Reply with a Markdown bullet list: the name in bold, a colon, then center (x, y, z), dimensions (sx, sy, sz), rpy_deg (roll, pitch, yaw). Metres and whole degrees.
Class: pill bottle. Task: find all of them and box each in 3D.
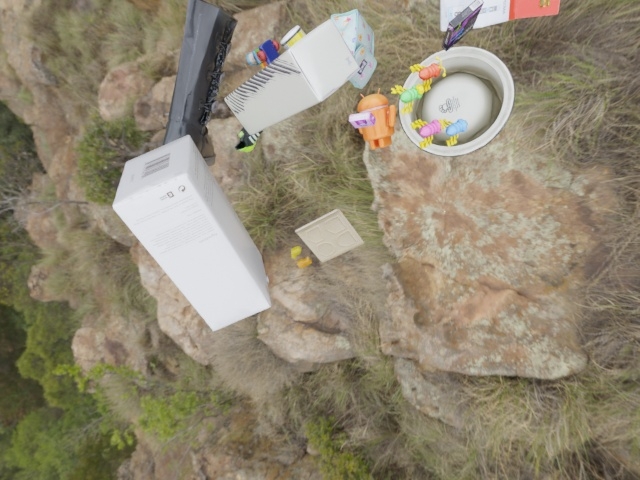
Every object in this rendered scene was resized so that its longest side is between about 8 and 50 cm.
- **pill bottle**: center (-0.071, -0.774, 1.767), dimensions (0.103, 0.103, 0.184), rpy_deg (-37, 117, 15)

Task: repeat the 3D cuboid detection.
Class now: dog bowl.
- **dog bowl**: center (0.509, -0.500, 1.618), dimensions (0.407, 0.150, 0.409), rpy_deg (-2, 86, 23)

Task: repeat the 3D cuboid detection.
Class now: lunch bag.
- **lunch bag**: center (0.144, -0.825, 1.883), dimensions (0.159, 0.223, 0.263), rpy_deg (-1, 87, 26)

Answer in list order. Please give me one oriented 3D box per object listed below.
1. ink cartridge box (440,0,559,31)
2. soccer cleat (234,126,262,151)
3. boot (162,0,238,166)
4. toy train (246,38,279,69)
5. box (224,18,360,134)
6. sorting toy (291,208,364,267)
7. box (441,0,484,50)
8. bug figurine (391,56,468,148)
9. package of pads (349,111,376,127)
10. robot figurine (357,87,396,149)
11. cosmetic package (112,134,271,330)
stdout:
- **ink cartridge box**: center (0.595, -0.884, 1.423), dimensions (0.384, 0.091, 0.309), rpy_deg (5, 127, 22)
- **soccer cleat**: center (-0.236, -0.368, 1.446), dimensions (0.060, 0.072, 0.179), rpy_deg (53, 135, 22)
- **boot**: center (-0.357, -0.452, 1.293), dimensions (0.146, 0.367, 0.446), rpy_deg (12, 106, -12)
- **toy train**: center (-0.196, -0.679, 1.764), dimensions (0.143, 0.105, 0.248), rpy_deg (5, 136, 47)
- **box**: center (-0.063, -0.282, 0.782), dimensions (0.113, 0.275, 0.094), rpy_deg (-47, 113, -25)
- **sorting toy**: center (0.000, 0.000, 1.799), dimensions (0.307, 0.041, 0.229), rpy_deg (-26, 128, 21)
- **box**: center (0.453, -0.689, 1.380), dimensions (0.116, 0.162, 0.029), rpy_deg (-40, 85, 5)
- **bug figurine**: center (0.342, -0.410, 1.311), dimensions (0.216, 0.072, 0.279), rpy_deg (-34, 99, -27)
- **package of pads**: center (0.144, -0.415, 1.483), dimensions (0.083, 0.050, 0.032), rpy_deg (2, 73, 35)
- **robot figurine**: center (0.218, -0.470, 1.672), dimensions (0.128, 0.158, 0.220), rpy_deg (-16, 104, -6)
- **cosmetic package**: center (-0.251, -0.007, 0.916), dimensions (0.155, 0.197, 0.366), rpy_deg (-23, 126, 0)
